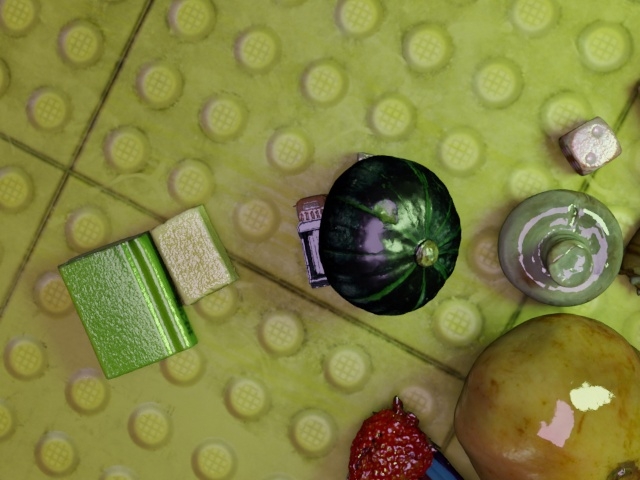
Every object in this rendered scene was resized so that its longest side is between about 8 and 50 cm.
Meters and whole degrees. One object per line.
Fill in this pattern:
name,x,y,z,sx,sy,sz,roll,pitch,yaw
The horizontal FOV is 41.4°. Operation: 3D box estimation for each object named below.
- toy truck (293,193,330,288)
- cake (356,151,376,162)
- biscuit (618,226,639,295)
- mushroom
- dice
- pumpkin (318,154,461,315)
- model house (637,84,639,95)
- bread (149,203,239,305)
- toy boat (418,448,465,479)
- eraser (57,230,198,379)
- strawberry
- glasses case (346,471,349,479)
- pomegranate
toy truck,0.000,0.000,1.764,0.083,0.092,0.192,-11,91,8
cake,0.087,-0.125,1.771,0.065,0.052,0.121,24,96,0
biscuit,0.748,0.038,1.568,0.115,0.366,0.268,22,100,-36
mushroom,0.473,0.018,1.647,0.244,0.243,0.243,0,92,6
dice,0.538,-0.189,1.697,0.091,0.093,0.094,-33,87,7
pumpkin,0.142,-0.004,1.646,0.315,0.239,0.315,-8,103,-35
model house,0.735,-0.235,1.608,0.202,0.237,0.237,-24,85,13
bread,-0.269,0.030,1.807,0.126,0.068,0.188,-27,88,7
toy boat,0.319,0.572,1.715,0.079,0.136,0.392,-42,64,-3
eraser,-0.411,0.135,1.817,0.210,0.092,0.274,-21,91,6
strawberry,0.118,0.441,1.727,0.228,0.098,0.174,-39,64,-12
glasses case,0.100,0.604,1.789,0.103,0.067,0.266,1,92,6
pomegranate,0.450,0.327,1.603,0.412,0.411,0.411,0,92,6
